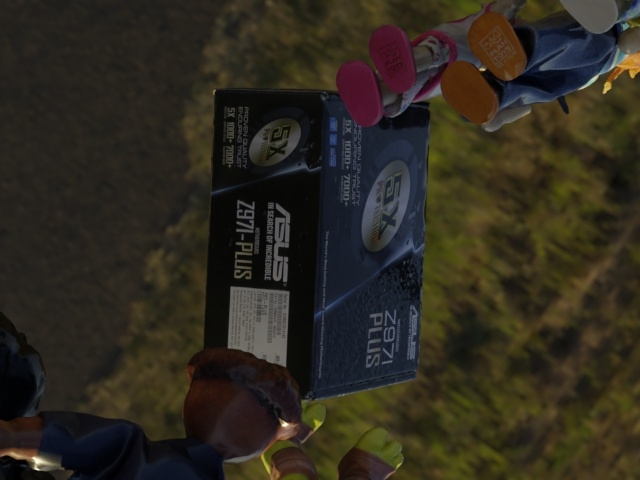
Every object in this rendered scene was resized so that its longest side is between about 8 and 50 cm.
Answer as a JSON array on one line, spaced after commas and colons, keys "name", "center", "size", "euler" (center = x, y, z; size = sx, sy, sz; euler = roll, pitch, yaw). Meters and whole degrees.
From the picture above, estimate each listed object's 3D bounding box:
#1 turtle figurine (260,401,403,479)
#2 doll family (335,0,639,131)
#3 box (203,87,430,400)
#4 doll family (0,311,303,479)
[{"name": "turtle figurine", "center": [0.014, 0.208, 1.239], "size": [0.217, 0.269, 0.087], "euler": [-84, -172, -63]}, {"name": "doll family", "center": [0.140, -0.115, 0.878], "size": [0.163, 0.118, 0.263], "euler": [-23, 164, -49]}, {"name": "box", "center": [0.000, 0.000, 1.073], "size": [0.147, 0.077, 0.180], "euler": [-2, 95, -62]}, {"name": "doll family", "center": [-0.084, 0.033, 0.340], "size": [0.193, 0.076, 0.111], "euler": [48, 60, -29]}]
